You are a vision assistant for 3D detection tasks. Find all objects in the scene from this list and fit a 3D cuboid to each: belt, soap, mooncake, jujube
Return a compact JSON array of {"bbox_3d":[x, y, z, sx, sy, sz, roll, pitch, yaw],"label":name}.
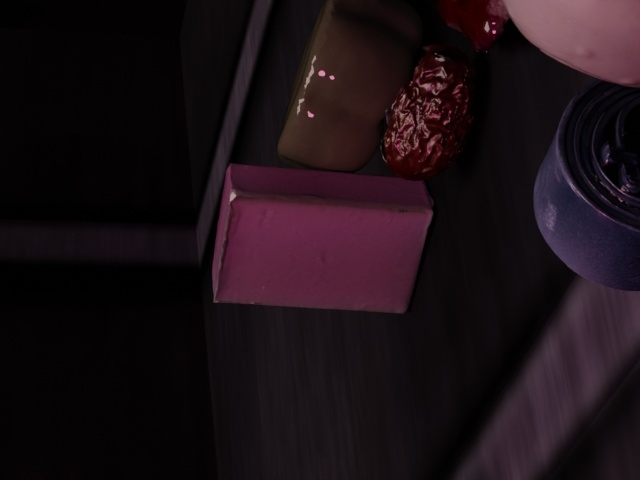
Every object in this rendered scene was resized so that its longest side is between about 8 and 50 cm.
[{"bbox_3d":[0.243,-0.052,1.150,0.190,0.141,0.082,-57,-9,-43],"label":"belt"},{"bbox_3d":[0.000,-0.001,1.911,0.081,0.259,0.181,-99,15,-51],"label":"soap"},{"bbox_3d":[0.034,-0.204,1.947,0.275,0.135,0.275,-159,90,-83],"label":"mooncake"},{"bbox_3d":[0.132,-0.142,1.731,0.104,0.104,0.166,-104,32,-47],"label":"jujube"}]

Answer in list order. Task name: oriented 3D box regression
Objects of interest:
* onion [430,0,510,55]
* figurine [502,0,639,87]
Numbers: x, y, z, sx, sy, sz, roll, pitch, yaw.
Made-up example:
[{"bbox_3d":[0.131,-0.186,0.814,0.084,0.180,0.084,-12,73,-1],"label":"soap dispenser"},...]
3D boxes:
[{"bbox_3d":[0.145,-0.356,1.592,0.314,0.146,0.280,111,161,-47],"label":"onion"},{"bbox_3d":[0.259,-0.294,1.041,0.394,0.227,0.274,-67,-9,20],"label":"figurine"}]
